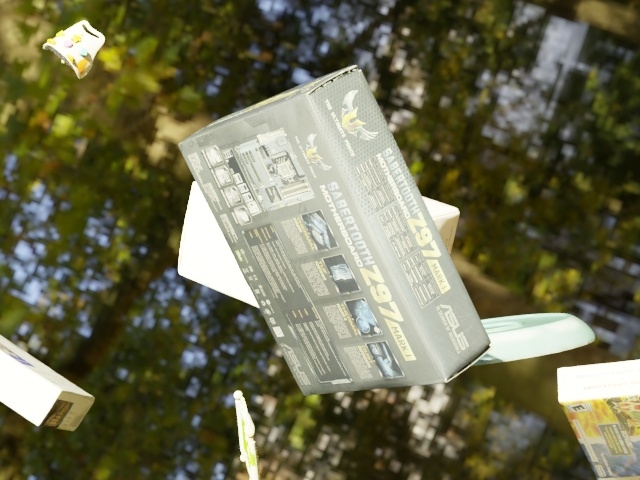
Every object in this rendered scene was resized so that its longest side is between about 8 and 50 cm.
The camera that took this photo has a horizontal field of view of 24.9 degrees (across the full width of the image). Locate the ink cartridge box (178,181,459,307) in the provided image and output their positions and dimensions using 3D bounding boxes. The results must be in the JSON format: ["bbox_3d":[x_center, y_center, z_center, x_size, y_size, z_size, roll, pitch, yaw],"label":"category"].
[{"bbox_3d":[0.000,0.000,1.690,0.283,0.207,0.117,-12,-62,-56],"label":"ink cartridge box"}]

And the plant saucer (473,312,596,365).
[{"bbox_3d":[0.264,0.151,2.234,0.317,0.317,0.044,-10,-88,-69],"label":"plant saucer"}]

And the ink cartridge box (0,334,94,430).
[{"bbox_3d":[-0.477,0.147,1.988,0.065,0.332,0.165,-56,-12,-4],"label":"ink cartridge box"}]

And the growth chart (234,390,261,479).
[{"bbox_3d":[-0.127,0.372,2.576,0.237,0.021,0.172,-123,27,-73],"label":"growth chart"}]

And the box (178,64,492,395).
[{"bbox_3d":[0.007,0.001,1.088,0.059,0.183,0.233,-33,-79,-34],"label":"box"}]

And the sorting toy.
[{"bbox_3d":[-0.380,-0.308,2.265,0.075,0.083,0.045,-44,-17,-22],"label":"sorting toy"}]

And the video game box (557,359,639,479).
[{"bbox_3d":[0.364,0.191,1.527,0.205,0.187,0.048,57,-151,-48],"label":"video game box"}]
